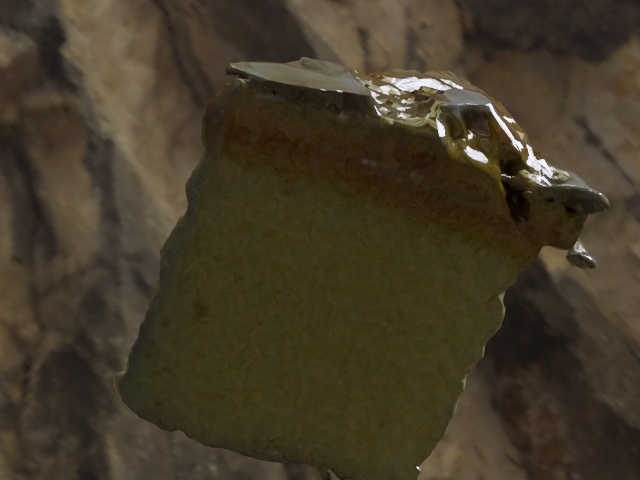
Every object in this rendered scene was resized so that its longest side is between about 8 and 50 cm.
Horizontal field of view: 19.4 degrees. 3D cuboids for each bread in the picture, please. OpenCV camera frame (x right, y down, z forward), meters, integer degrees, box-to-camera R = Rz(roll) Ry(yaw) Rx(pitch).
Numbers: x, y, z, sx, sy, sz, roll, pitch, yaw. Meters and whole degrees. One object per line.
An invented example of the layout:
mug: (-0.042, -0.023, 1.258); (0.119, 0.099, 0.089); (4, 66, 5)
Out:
bread: (0.000, 0.000, 0.679); (0.127, 0.152, 0.147); (49, -61, 51)
